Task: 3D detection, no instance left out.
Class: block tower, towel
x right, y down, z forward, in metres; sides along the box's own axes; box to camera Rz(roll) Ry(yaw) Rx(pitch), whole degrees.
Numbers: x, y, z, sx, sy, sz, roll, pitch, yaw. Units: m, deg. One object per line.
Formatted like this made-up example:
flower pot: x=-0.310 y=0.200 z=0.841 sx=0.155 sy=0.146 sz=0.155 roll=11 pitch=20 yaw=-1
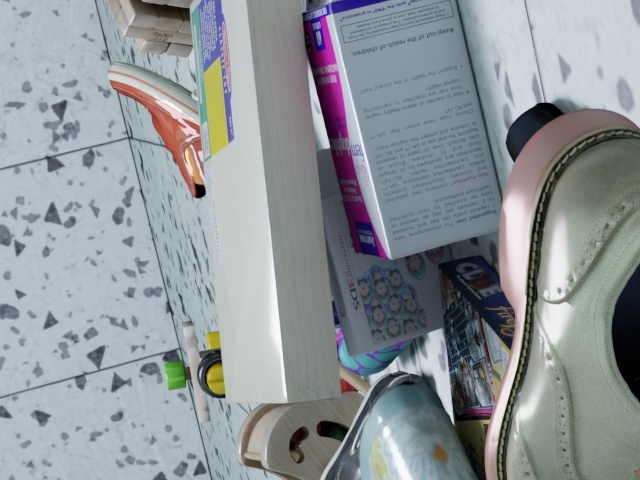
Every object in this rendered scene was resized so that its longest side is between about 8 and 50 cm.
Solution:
block tower: x=-0.115 y=-0.338 z=1.605 sx=0.335 sy=0.091 sz=0.097 roll=-56 pitch=46 yaw=37
towel: x=0.135 y=0.355 z=1.481 sx=0.374 sy=0.090 sz=0.320 roll=84 pitch=162 yaw=-51

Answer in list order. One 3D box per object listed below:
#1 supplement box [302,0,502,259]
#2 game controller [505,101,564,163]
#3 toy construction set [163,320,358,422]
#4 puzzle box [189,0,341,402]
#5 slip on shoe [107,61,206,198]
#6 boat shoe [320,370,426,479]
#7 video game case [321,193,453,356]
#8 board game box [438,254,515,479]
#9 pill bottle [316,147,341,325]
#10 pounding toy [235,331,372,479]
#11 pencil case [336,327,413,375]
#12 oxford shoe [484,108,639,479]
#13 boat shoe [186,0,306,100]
supplement box: x=0.069 y=-0.104 z=1.356 sx=0.111 sy=0.114 sz=0.220 roll=-172 pitch=66 yaw=-75
game controller: x=0.187 y=0.061 z=1.177 sx=0.166 sy=0.067 sz=0.319 roll=-93 pitch=-5 yaw=-66
toy construction set: x=-0.086 y=0.172 z=2.043 sx=0.257 sy=0.237 sz=0.309 roll=-122 pitch=21 yaw=-52
puzzle box: x=-0.057 y=-0.054 z=1.464 sx=0.272 sy=0.052 sz=0.409 roll=160 pitch=105 yaw=-75
slip on shoe: x=-0.136 y=-0.102 z=1.910 sx=0.331 sy=0.101 sz=0.123 roll=40 pitch=-173 yaw=9
boat shoe: x=0.054 y=0.248 z=1.677 sx=0.233 sy=0.084 sz=0.079 roll=-68 pitch=15 yaw=-11
video game case: x=0.065 y=0.020 z=1.450 sx=0.019 sy=0.157 sz=0.143 roll=-16 pitch=89 yaw=44
board game box: x=0.162 y=0.155 z=1.403 sx=0.165 sy=0.042 sz=0.243 roll=-126 pitch=25 yaw=-58
pill bottle: x=0.000 y=0.000 z=1.672 sx=0.265 sy=0.153 sz=0.153 roll=121 pitch=133 yaw=-72
pounding toy: x=0.010 y=0.250 z=1.846 sx=0.155 sy=0.154 sz=0.270 roll=-5 pitch=113 yaw=59
pencil case: x=0.059 y=0.101 z=1.718 sx=0.064 sy=0.070 sz=0.152 roll=-62 pitch=-1 yaw=-20
oxford shoe: x=0.195 y=0.122 z=1.022 sx=0.146 sy=0.140 sz=0.397 roll=-138 pitch=34 yaw=-58
boat shoe: x=-0.073 y=-0.208 z=1.780 sx=0.367 sy=0.135 sz=0.157 roll=117 pitch=152 yaw=-62
